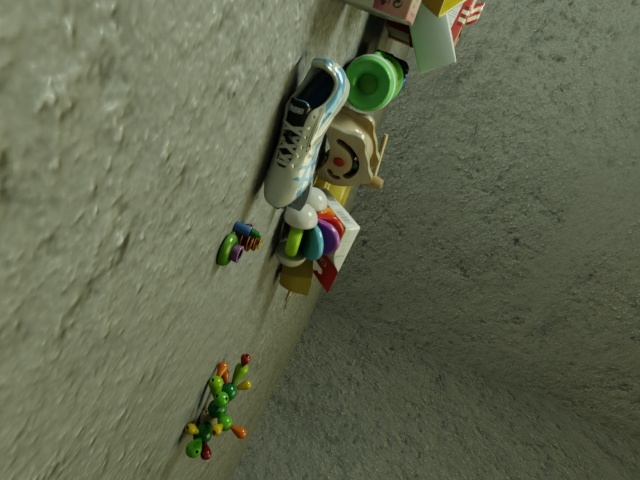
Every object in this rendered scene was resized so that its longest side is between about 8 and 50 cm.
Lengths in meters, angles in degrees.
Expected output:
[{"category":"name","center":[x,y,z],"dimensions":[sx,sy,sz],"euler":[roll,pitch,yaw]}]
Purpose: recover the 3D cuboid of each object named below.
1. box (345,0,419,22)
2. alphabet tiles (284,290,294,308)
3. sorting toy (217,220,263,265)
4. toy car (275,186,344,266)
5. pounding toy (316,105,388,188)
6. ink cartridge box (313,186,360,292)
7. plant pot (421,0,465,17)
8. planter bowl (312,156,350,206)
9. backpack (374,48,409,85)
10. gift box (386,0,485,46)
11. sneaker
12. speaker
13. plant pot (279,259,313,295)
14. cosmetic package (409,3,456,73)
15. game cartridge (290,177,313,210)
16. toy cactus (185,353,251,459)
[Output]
[{"category":"box","center":[0.122,-0.469,0.698],"dimensions":[0.148,0.127,0.232],"euler":[-57,168,-64]},{"category":"alphabet tiles","center":[-0.061,0.099,1.762],"dimensions":[0.342,0.011,0.285],"euler":[-53,163,-71]},{"category":"sorting toy","center":[-0.114,0.005,0.691],"dimensions":[0.102,0.042,0.061],"euler":[-58,168,-61]},{"category":"toy car","center":[-0.016,-0.020,1.055],"dimensions":[0.182,0.136,0.159],"euler":[-61,171,-55]},{"category":"pounding toy","center":[0.078,-0.240,1.180],"dimensions":[0.269,0.154,0.154],"euler":[70,38,-53]},{"category":"ink cartridge box","center":[0.000,0.000,1.210],"dimensions":[0.056,0.181,0.224],"euler":[1,128,-37]},{"category":"plant pot","center":[0.238,-0.594,0.859],"dimensions":[0.212,0.187,0.212],"euler":[-42,162,-27]},{"category":"planter bowl","center":[0.035,-0.145,1.324],"dimensions":[0.217,0.091,0.217],"euler":[22,90,-84]},{"category":"backpack","center":[0.213,-0.524,1.431],"dimensions":[0.101,0.120,0.097],"euler":[31,80,-85]},{"category":"gift box","center":[0.379,-0.748,1.470],"dimensions":[0.276,0.255,0.258],"euler":[-61,176,17]},{"category":"sneaker","center":[-0.034,-0.163,0.698],"dimensions":[0.086,0.085,0.237],"euler":[15,101,-58]},{"category":"speaker","center":[0.136,-0.398,1.141],"dimensions":[0.296,0.131,0.131],"euler":[-58,168,-64]},{"category":"plant pot","center":[-0.067,0.091,1.236],"dimensions":[0.081,0.083,0.081],"euler":[107,-12,-49]},{"category":"cosmetic package","center":[0.276,-0.595,1.190],"dimensions":[0.377,0.098,0.284],"euler":[-58,131,-64]},{"category":"game cartridge","center":[-0.045,-0.100,0.886],"dimensions":[0.017,0.056,0.083],"euler":[-47,160,-56]},{"category":"toy cactus","center":[-0.206,0.354,0.944],"dimensions":[0.218,0.112,0.180],"euler":[-75,-169,-45]}]
